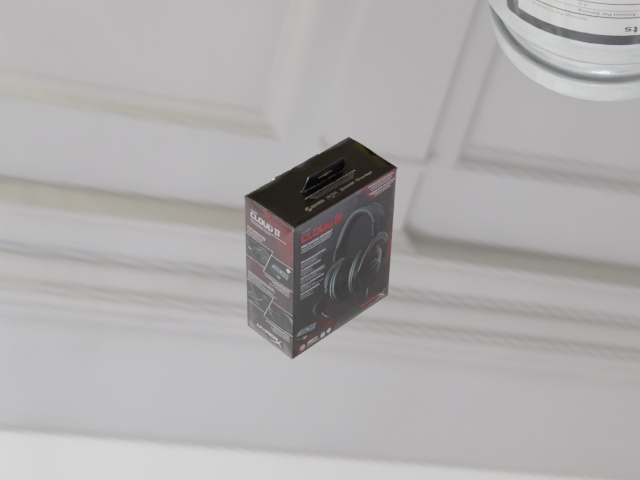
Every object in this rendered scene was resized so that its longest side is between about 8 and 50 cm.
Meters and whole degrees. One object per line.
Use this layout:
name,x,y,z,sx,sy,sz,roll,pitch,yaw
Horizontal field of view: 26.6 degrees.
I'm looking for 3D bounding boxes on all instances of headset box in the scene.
headset box,0.000,0.000,0.583,0.062,0.083,0.032,-31,-129,-33

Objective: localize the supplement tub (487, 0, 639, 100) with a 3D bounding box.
supplement tub,0.195,-0.237,0.884,0.191,0.272,0.191,-3,-120,5
